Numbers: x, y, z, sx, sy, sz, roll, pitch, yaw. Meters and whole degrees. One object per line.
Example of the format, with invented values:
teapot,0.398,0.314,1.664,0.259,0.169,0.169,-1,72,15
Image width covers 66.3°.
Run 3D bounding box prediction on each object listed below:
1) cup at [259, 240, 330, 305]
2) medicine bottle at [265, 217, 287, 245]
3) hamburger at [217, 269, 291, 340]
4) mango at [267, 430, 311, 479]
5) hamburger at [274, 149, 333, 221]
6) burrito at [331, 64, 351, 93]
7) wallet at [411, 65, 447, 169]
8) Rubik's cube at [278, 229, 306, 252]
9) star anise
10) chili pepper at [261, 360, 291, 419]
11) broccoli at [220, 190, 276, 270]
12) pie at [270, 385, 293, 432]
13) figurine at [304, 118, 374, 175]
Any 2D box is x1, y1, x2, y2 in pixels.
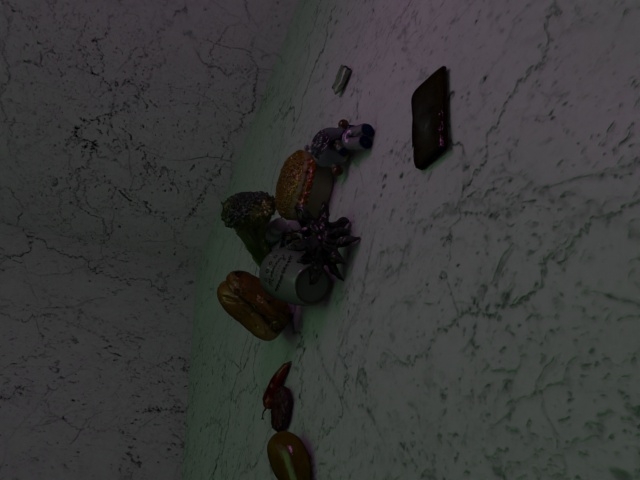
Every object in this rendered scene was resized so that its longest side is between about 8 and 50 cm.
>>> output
cup,-0.067,0.092,1.642,0.234,0.186,0.257,10,82,61
medicine bottle,-0.231,-0.026,2.236,0.260,0.095,0.095,139,140,-58
hamburger,-0.247,0.235,1.807,0.158,0.319,0.318,-51,23,-1
mango,-0.086,0.656,1.429,0.136,0.099,0.227,-63,32,18
hamburger,-0.077,-0.206,1.853,0.294,0.179,0.275,-167,91,-68
burrito,0.080,-0.633,1.932,0.118,0.044,0.074,-66,26,17
wallet,0.276,-0.310,1.250,0.137,0.031,0.255,142,139,-58
Rubik's cube,-0.092,0.022,1.835,0.112,0.133,0.133,41,117,38
star anise,0.004,-0.001,1.511,0.129,0.213,0.282,116,168,-60
chili pepper,-0.169,0.539,1.775,0.059,0.051,0.267,-87,19,-70
broccoli,-0.253,-0.019,1.937,0.275,0.353,0.396,-27,59,18
pie,-0.135,0.578,1.680,0.154,0.036,0.154,-165,90,-69
figurine,0.065,-0.317,1.659,0.274,0.133,0.193,35,109,56
